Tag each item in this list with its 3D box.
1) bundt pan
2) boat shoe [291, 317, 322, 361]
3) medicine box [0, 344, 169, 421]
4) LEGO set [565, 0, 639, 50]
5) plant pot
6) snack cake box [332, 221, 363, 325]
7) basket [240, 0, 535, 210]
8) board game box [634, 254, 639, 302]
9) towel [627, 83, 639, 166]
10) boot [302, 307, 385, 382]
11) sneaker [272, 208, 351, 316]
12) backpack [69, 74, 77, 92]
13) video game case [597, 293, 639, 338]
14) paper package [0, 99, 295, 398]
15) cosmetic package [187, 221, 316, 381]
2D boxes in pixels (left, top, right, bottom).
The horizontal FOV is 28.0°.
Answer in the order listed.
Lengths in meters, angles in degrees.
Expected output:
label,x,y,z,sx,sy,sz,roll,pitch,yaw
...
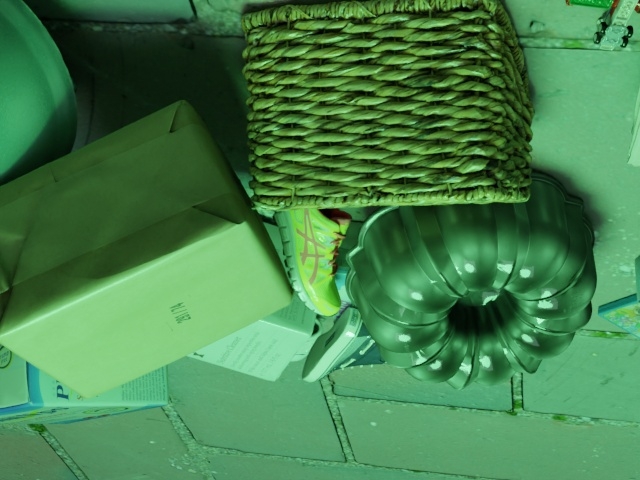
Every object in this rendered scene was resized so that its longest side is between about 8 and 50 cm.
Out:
label,x,y,z,sx,sy,sz,roll,pitch,yaw
bundt pan,0.198,0.067,1.620,0.330,0.124,0.331,-4,134,-4
boat shoe,-0.122,0.119,1.982,0.258,0.095,0.084,9,148,-18
medicine box,-0.439,0.211,2.082,0.263,0.149,0.289,-15,166,38
LEGO set,0.308,-0.270,1.210,0.244,0.060,0.182,-21,139,25
plant pot,-0.444,-0.139,1.408,0.293,0.196,0.293,17,131,21
snack cake box,0.095,0.081,1.831,0.152,0.089,0.264,5,150,8
basket,0.083,-0.147,1.435,0.299,0.223,0.213,-3,-179,22
board game box,0.583,0.012,1.499,0.318,0.066,0.319,7,157,-11
towel,0.485,-0.177,1.257,0.331,0.053,0.317,0,149,2
boot,0.042,0.164,1.830,0.086,0.069,0.190,22,147,-12
sneaker,0.000,0.000,1.659,0.094,0.081,0.209,-13,107,13
backpack,-0.355,-0.180,1.533,0.105,0.084,0.114,-3,150,27
video game case,0.496,0.118,1.835,0.166,0.015,0.119,28,146,-28
paper package,-0.217,0.026,1.497,0.309,0.168,0.325,-26,160,-1
cosmetic package,-0.204,0.050,1.808,0.385,0.156,0.217,16,152,-10
